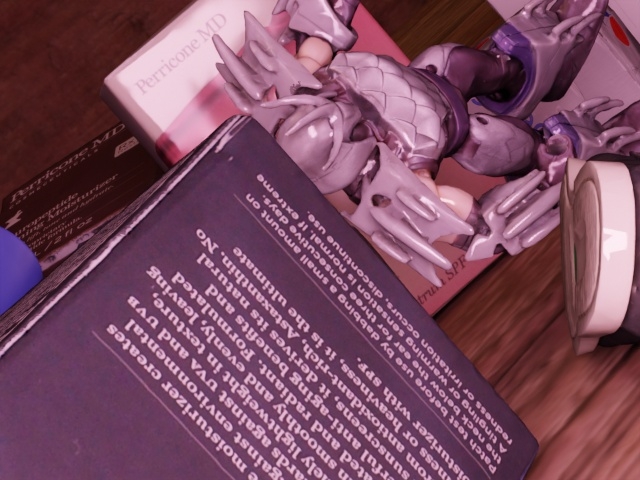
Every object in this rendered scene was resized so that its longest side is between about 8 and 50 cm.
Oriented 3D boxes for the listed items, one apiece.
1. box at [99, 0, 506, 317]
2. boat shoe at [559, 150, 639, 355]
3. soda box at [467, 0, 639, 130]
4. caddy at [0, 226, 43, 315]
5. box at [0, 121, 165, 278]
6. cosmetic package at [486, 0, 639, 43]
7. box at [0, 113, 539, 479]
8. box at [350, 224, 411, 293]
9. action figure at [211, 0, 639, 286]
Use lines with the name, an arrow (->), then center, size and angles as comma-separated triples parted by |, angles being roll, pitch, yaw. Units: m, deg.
box -> -0.004, -0.053, 1.180 | 0.148, 0.232, 0.127 | -42, 6, -5
boat shoe -> 0.135, 0.005, 0.785 | 0.079, 0.084, 0.233 | -2, 1, 2
soda box -> 0.085, -0.057, 1.322 | 0.286, 0.091, 0.098 | -38, 6, 20
caddy -> -0.257, 0.138, 1.257 | 0.341, 0.241, 0.179 | -29, 22, 49
box -> -0.143, 0.027, 1.504 | 0.168, 0.167, 0.203 | -32, 22, 11
cosmetic package -> 0.273, -0.309, 1.417 | 0.385, 0.217, 0.156 | -40, 6, 27
box -> -0.118, 0.152, 0.681 | 0.296, 0.183, 0.294 | -39, 5, 34
box -> 0.014, 0.062, 0.886 | 0.087, 0.102, 0.101 | -38, 7, 5
action figure -> 0.064, -0.066, 0.966 | 0.099, 0.185, 0.285 | -44, -18, 32
